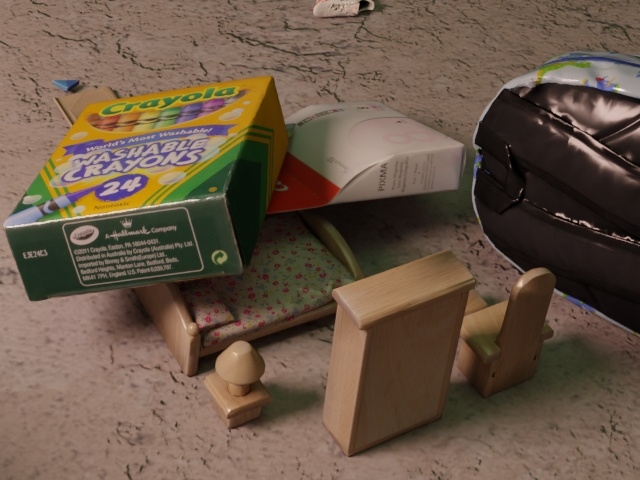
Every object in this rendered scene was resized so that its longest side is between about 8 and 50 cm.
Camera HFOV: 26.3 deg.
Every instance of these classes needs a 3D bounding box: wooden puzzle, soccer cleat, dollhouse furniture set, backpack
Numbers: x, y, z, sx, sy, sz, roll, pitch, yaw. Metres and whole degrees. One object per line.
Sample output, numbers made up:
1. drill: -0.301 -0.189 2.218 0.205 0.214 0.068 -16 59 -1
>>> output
1. wooden puzzle: -0.253 -0.144 1.522 0.078 0.014 0.116 -8 44 -23
2. soccer cleat: 0.030 -0.294 1.716 0.083 0.029 0.035 -17 43 -31
3. dollhouse furniture set: 0.000 0.000 1.276 0.303 0.174 0.355 -17 47 -25
4. backpack: 0.319 -0.047 1.320 0.355 0.290 0.273 13 33 17

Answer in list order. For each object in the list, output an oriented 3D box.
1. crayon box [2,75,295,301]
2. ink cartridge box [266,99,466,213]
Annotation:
1. crayon box: -0.149 -0.068 1.302 0.203 0.083 0.323 -8 26 12
2. ink cartridge box: 0.002 -0.091 1.403 0.232 0.066 0.189 -3 22 -28
